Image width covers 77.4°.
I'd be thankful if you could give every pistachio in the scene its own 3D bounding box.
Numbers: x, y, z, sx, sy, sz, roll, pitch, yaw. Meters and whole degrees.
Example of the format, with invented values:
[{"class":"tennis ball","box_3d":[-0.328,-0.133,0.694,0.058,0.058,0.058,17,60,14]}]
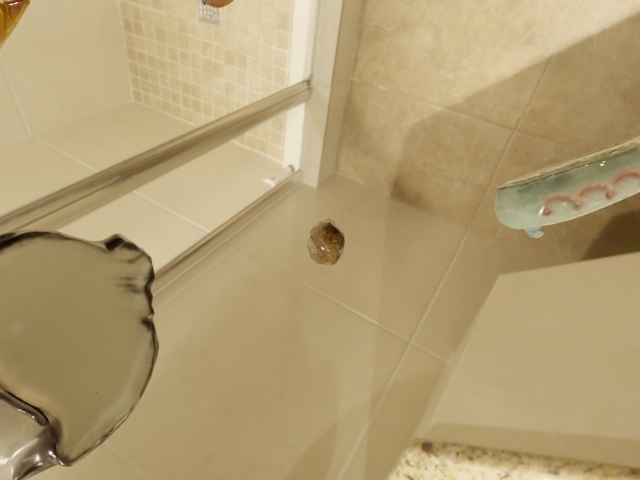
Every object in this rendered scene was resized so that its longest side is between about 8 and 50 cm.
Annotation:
[{"class":"pistachio","box_3d":[0.000,0.000,0.767,0.049,0.089,0.173,11,174,-17]}]

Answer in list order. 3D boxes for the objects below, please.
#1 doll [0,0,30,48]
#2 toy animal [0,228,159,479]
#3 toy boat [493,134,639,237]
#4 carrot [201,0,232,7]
[{"class":"doll","box_3d":[-0.511,-0.279,0.445,0.167,0.270,0.162,7,88,25]},{"class":"toy animal","box_3d":[-0.293,0.108,0.336,0.267,0.212,0.212,-23,108,17]},{"class":"toy boat","box_3d":[0.317,-0.062,0.474,0.208,0.134,0.078,-21,96,19]},{"class":"carrot","box_3d":[-0.151,-0.391,0.535,0.072,0.072,0.205,54,178,-10]}]
